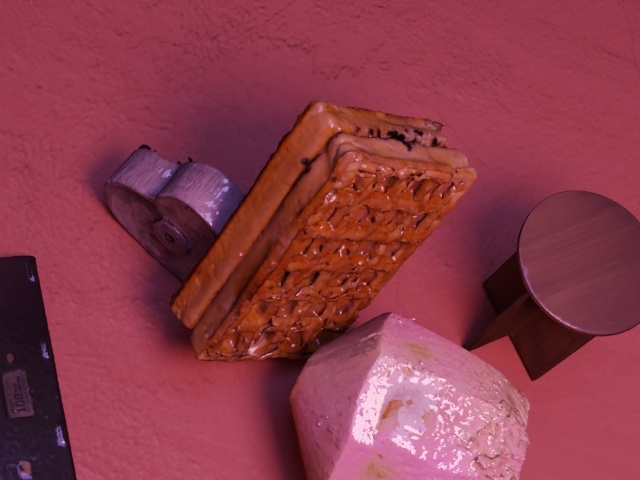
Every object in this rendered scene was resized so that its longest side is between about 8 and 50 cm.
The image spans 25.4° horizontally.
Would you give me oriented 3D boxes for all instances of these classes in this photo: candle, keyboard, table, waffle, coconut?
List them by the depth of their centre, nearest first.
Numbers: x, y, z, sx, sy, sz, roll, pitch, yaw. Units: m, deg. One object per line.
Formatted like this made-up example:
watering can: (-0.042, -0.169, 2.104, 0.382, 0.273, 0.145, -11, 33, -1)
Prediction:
waffle: (0.001, 0.001, 1.493, 0.212, 0.308, 0.091, 4, 44, -46)
keyboard: (-0.327, 0.168, 1.504, 0.106, 0.027, 0.317, -5, 69, -22)
coconut: (0.085, 0.194, 1.509, 0.245, 0.233, 0.233, 26, 63, -8)
candle: (-0.147, -0.018, 1.579, 0.068, 0.192, 0.168, -47, 131, -27)
table: (0.257, 0.066, 1.611, 0.167, 0.227, 0.167, 7, 65, -15)
